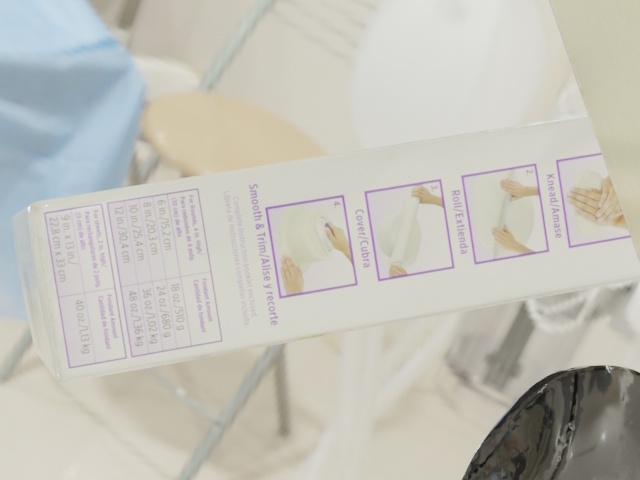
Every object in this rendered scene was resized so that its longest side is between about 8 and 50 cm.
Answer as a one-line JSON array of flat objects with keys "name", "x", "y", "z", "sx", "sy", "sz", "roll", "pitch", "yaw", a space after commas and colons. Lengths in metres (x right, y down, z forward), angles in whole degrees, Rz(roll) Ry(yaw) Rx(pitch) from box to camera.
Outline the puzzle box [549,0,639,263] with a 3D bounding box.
[{"name": "puzzle box", "x": 0.150, "y": -0.201, "z": 0.402, "sx": 0.052, "sy": 0.272, "sz": 0.408, "roll": 21, "pitch": 51, "yaw": -63}]

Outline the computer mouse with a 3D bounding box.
[{"name": "computer mouse", "x": 0.124, "y": 0.190, "z": 0.894, "sx": 0.184, "sy": 0.262, "sz": 0.060, "roll": 24, "pitch": 24, "yaw": -33}]

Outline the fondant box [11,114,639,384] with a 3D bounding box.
[{"name": "fondant box", "x": 0.000, "y": 0.000, "z": 0.945, "sx": 0.330, "sy": 0.096, "sz": 0.238, "roll": -11, "pitch": 2, "yaw": -12}]
